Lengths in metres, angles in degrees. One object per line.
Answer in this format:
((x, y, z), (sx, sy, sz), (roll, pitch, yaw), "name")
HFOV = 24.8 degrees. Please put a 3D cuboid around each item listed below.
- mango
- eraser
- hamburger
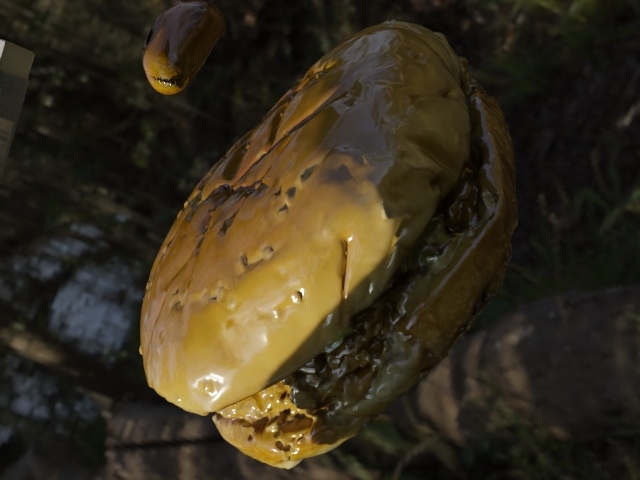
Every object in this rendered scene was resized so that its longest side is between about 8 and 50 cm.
((-0.142, -0.195, 1.454), (0.077, 0.063, 0.127), (-24, 34, 41), "mango")
((-0.344, -0.090, 1.403), (0.092, 0.046, 0.212), (14, 87, 38), "eraser")
((0.000, 0.000, 0.989), (0.318, 0.158, 0.318), (-45, 20, 21), "hamburger")
